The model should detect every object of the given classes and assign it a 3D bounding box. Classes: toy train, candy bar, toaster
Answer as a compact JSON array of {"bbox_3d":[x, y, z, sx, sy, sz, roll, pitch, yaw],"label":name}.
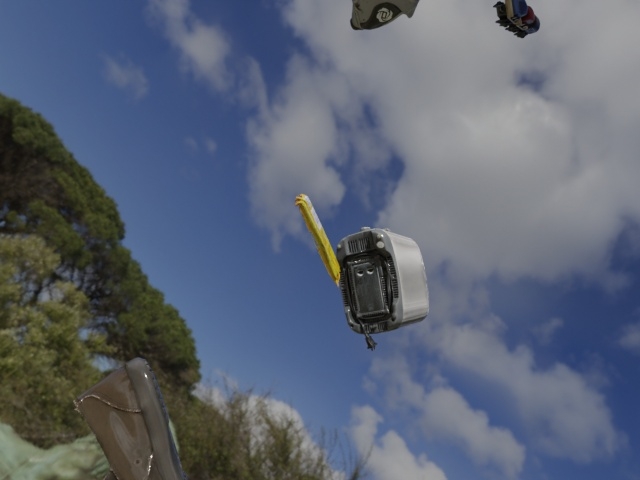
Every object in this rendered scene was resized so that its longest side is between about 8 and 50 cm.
[{"bbox_3d":[0.250,-0.278,0.729,0.036,0.158,0.027,-6,-84,31],"label":"toy train"},{"bbox_3d":[0.000,0.000,0.893,0.018,0.040,0.161,-20,-70,16],"label":"candy bar"},{"bbox_3d":[0.125,0.087,1.106,0.129,0.146,0.226,-16,-101,36],"label":"toaster"}]

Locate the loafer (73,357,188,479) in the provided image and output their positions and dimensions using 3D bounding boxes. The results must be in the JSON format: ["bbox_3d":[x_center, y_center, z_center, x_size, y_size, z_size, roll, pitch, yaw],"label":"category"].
[{"bbox_3d":[-0.150,0.213,0.485,0.080,0.078,0.220,115,-45,-66],"label":"loafer"}]

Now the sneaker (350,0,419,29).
[{"bbox_3d":[0.035,-0.363,0.821,0.229,0.086,0.132,17,-37,1],"label":"sneaker"}]
